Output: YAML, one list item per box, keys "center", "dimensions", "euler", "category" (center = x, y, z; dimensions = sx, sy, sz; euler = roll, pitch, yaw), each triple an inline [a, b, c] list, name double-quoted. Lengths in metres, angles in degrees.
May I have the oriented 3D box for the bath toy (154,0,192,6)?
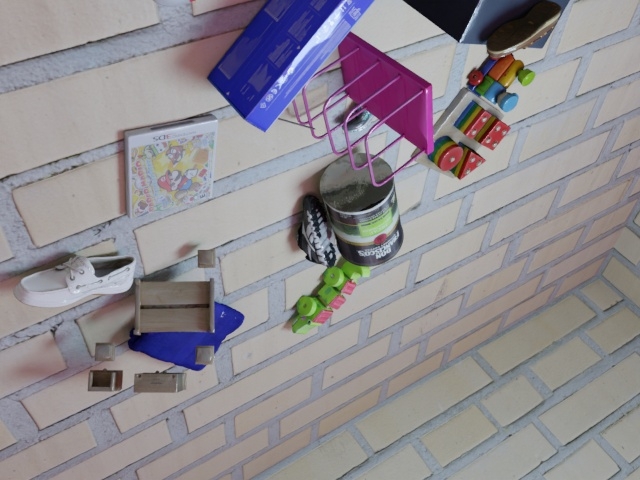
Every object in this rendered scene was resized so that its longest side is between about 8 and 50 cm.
- center: [-0.166, -0.533, 1.100]
  dimensions: [0.348, 0.151, 0.129]
  euler: [-46, -178, 10]
  category: "bath toy"

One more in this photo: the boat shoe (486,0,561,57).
- center: [0.412, -0.414, 1.326]
  dimensions: [0.178, 0.064, 0.060]
  euler: [-34, 147, -11]
  category: "boat shoe"

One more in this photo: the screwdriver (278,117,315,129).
- center: [-0.094, -0.269, 1.469]
  dimensions: [0.024, 0.170, 0.025]
  euler: [-88, -161, -81]
  category: "screwdriver"

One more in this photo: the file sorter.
- center: [0.084, -0.291, 1.455]
  dimensions: [0.182, 0.291, 0.202]
  euler: [-38, 147, -15]
  category: "file sorter"

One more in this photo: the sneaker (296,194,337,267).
- center: [-0.031, -0.023, 1.863]
  dimensions: [0.078, 0.106, 0.234]
  euler: [-53, 137, -44]
  category: "sneaker"

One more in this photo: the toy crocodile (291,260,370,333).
- center: [0.031, 0.189, 2.151]
  dimensions: [0.340, 0.105, 0.115]
  euler: [-49, 146, 13]
  category: "toy crocodile"

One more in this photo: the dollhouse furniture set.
- center: [-0.421, 0.207, 1.684]
  dimensions: [0.303, 0.355, 0.174]
  euler: [1, 169, -6]
  category: "dollhouse furniture set"

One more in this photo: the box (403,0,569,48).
- center: [0.333, -0.559, 1.404]
  dimensions: [0.296, 0.294, 0.182]
  euler: [-10, 136, -37]
  category: "box"

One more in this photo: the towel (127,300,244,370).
- center: [-0.377, 0.245, 1.850]
  dimensions: [0.227, 0.076, 0.308]
  euler: [-50, 146, 1]
  category: "towel"

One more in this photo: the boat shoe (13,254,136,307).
- center: [-0.540, 0.074, 1.462]
  dimensions: [0.277, 0.098, 0.096]
  euler: [-13, 138, -49]
  category: "boat shoe"

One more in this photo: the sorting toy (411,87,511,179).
- center: [0.443, -0.301, 2.002]
  dimensions: [0.257, 0.089, 0.255]
  euler: [12, 121, -51]
  category: "sorting toy"

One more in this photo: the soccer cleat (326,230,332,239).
- center: [0.000, 0.000, 1.969]
  dimensions: [0.083, 0.029, 0.035]
  euler: [-42, 151, 10]
  category: "soccer cleat"

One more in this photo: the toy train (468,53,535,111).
- center: [0.545, -0.489, 1.834]
  dimensions: [0.248, 0.143, 0.105]
  euler: [-51, 146, 17]
  category: "toy train"

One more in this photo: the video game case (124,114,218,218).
- center: [-0.330, -0.161, 1.453]
  dimensions: [0.206, 0.026, 0.227]
  euler: [-18, 141, -30]
  category: "video game case"

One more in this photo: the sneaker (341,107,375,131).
- center: [0.115, -0.342, 1.669]
  dimensions: [0.166, 0.065, 0.076]
  euler: [-38, 131, -9]
  category: "sneaker"

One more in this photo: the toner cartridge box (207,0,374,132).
- center: [-0.062, -0.403, 1.310]
  dimensions: [0.348, 0.165, 0.075]
  euler: [-48, 146, 12]
  category: "toner cartridge box"

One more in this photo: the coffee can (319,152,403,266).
- center: [0.120, -0.081, 1.836]
  dimensions: [0.201, 0.201, 0.275]
  euler: [-34, 146, -10]
  category: "coffee can"
